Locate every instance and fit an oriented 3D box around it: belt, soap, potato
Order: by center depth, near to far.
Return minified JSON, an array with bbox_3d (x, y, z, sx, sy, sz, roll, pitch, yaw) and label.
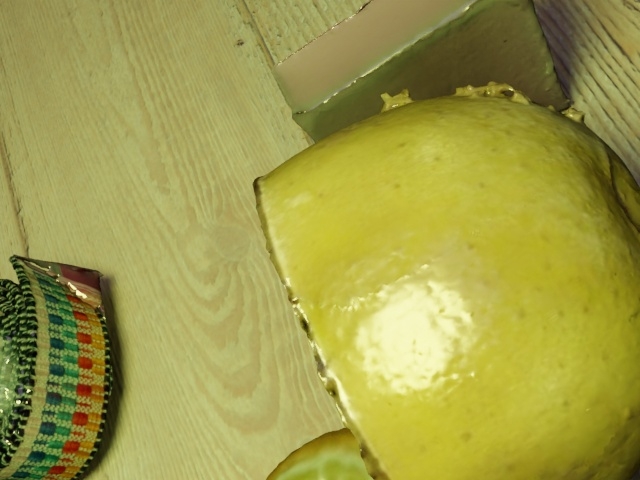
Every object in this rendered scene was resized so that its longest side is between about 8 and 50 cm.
[{"bbox_3d":[0.172,0.050,0.874,0.319,0.385,0.442,-30,57,13],"label":"potato"},{"bbox_3d":[0.130,-0.182,1.085,0.296,0.285,0.107,-32,58,8],"label":"soap"},{"bbox_3d":[-0.386,0.188,1.235,0.206,0.160,0.295,-32,52,30],"label":"belt"}]

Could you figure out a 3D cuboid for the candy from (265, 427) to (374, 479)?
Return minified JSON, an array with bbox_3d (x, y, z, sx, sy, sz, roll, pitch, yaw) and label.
[{"bbox_3d":[0.034,0.332,0.976,0.259,0.118,0.260,-13,58,22],"label":"candy"}]
